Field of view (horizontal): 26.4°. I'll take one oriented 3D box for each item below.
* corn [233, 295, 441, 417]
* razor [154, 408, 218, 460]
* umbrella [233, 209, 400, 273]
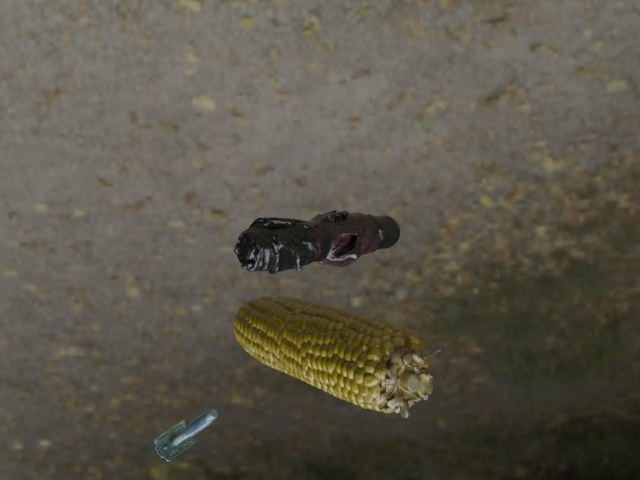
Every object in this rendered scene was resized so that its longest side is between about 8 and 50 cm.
[{"bbox_3d":[0.008,0.124,1.613,0.106,0.106,0.305,23,176,-42],"label":"corn"},{"bbox_3d":[-0.187,0.274,1.999,0.068,0.040,0.135,-33,175,-42],"label":"razor"},{"bbox_3d":[0.000,0.000,2.081,0.094,0.090,0.326,-25,168,41],"label":"umbrella"}]
